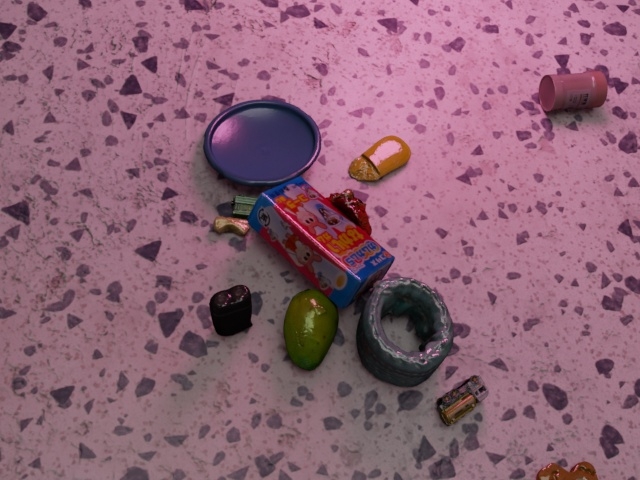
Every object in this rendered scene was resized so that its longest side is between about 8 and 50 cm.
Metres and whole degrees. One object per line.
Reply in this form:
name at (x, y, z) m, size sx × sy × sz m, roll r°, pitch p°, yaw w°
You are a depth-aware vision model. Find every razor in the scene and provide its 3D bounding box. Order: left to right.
razor at (-0.188, 0.154, 1.629) m, size 0.090 × 0.148 × 0.054 m, roll -17°, pitch 60°, yaw -14°

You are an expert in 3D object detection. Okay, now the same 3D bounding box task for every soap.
soap at (0.151, -0.200, 1.908) m, size 0.168 × 0.033 × 0.089 m, roll -38°, pitch 72°, yaw -21°

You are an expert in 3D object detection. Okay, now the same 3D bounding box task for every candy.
candy at (0.001, -0.001, 1.720) m, size 0.306 × 0.100 × 0.157 m, roll 43°, pitch 37°, yaw 15°

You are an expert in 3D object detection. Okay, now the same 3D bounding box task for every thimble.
thimble at (0.175, 0.190, 1.661) m, size 0.198 × 0.143 × 0.235 m, roll -21°, pitch 67°, yaw -17°

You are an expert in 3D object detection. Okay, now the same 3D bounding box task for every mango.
mango at (-0.021, 0.191, 1.660) m, size 0.119 × 0.100 × 0.178 m, roll 9°, pitch 71°, yaw -5°

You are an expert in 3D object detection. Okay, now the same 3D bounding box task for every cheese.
cheese at (-0.207, -0.031, 1.781) m, size 0.083 × 0.030 × 0.044 m, roll 6°, pitch 57°, yaw -11°

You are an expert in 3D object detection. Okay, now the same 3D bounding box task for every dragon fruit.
dragon fruit at (0.075, -0.071, 1.796) m, size 0.083 × 0.106 × 0.162 m, roll -37°, pitch 73°, yaw -24°

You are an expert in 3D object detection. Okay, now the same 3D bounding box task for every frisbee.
frisbee at (-0.141, -0.232, 1.870) m, size 0.290 × 0.049 × 0.289 m, roll 1°, pitch 53°, yaw -1°

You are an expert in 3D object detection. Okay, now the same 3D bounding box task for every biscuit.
biscuit at (0.563, 0.558, 1.591) m, size 0.249 × 0.035 × 0.184 m, roll 20°, pitch 64°, yaw 2°

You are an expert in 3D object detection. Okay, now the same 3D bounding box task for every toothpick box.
toothpick box at (0.668, -0.396, 2.034) m, size 0.149 × 0.098 × 0.098 m, roll -6°, pitch 65°, yaw -10°

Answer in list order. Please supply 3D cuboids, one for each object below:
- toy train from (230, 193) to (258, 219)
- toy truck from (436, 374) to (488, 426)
toy train at (-0.166, -0.075, 1.805) m, size 0.093 × 0.038 × 0.056 m, roll 7°, pitch 70°, yaw -4°
toy truck at (0.304, 0.344, 1.652) m, size 0.123 × 0.052 × 0.062 m, roll -30°, pitch 76°, yaw -18°
